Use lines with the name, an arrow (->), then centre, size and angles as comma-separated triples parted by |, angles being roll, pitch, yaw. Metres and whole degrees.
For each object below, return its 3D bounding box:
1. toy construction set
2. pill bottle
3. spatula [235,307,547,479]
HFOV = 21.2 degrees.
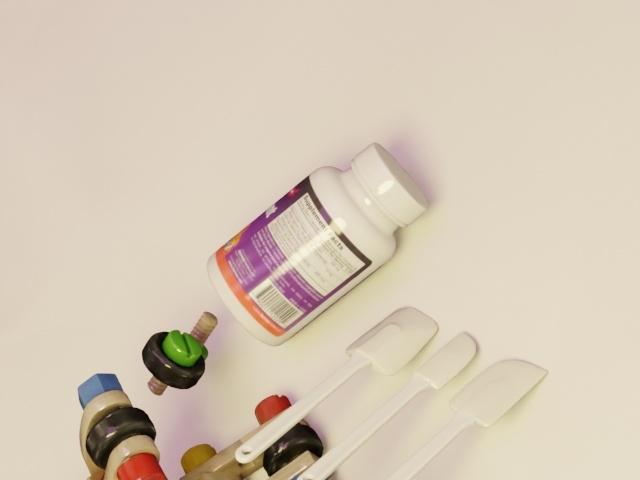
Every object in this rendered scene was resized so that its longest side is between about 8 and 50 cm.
toy construction set -> -0.116, 0.264, 1.490 | 0.309, 0.257, 0.237 | 42, 114, 16
pill bottle -> 0.000, 0.000, 1.564 | 0.193, 0.108, 0.108 | -39, 54, 12
spatula -> 0.053, 0.146, 1.440 | 0.168, 0.019, 0.242 | 28, 50, 33
